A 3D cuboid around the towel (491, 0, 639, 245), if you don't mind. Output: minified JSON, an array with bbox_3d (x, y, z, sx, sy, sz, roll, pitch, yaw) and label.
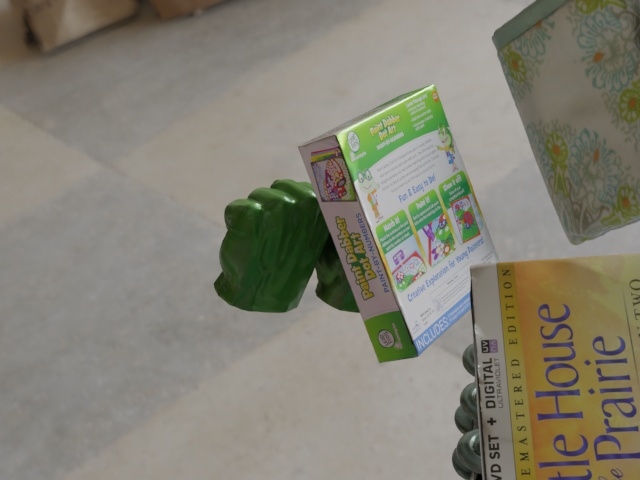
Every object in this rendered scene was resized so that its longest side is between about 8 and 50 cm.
[{"bbox_3d":[0.376,-0.183,1.677,0.090,0.321,0.374,-14,-7,-26],"label":"towel"}]

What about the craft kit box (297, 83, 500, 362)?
[{"bbox_3d":[0.096,-0.026,1.440,0.061,0.247,0.250,-12,11,33],"label":"craft kit box"}]

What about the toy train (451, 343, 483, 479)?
[{"bbox_3d":[0.256,0.237,1.573,0.190,0.142,0.334,6,31,5],"label":"toy train"}]

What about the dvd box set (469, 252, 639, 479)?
[{"bbox_3d":[0.327,0.135,0.964,0.420,0.062,0.308,-3,50,6],"label":"dvd box set"}]

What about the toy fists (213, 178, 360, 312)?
[{"bbox_3d":[0.000,0.000,1.513,0.279,0.142,0.096,4,27,-41],"label":"toy fists"}]
